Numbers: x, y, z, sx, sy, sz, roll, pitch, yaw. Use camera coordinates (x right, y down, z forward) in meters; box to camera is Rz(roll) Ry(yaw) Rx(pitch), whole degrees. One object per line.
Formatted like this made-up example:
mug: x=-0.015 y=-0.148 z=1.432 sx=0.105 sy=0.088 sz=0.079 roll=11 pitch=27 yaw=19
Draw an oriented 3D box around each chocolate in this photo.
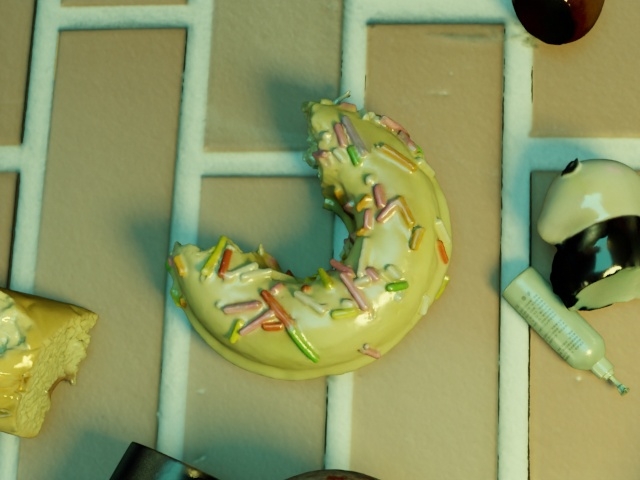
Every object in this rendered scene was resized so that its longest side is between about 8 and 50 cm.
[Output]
chocolate: x=0.315 y=-0.330 z=1.680 sx=0.124 sy=0.127 sz=0.133 roll=30 pitch=67 yaw=23

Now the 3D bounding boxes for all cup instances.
cup: x=-0.177 y=0.361 z=1.554 sx=0.239 sy=0.166 sz=0.177 roll=13 pitch=71 yaw=41

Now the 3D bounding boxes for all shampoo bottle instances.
shampoo bottle: x=0.311 y=0.119 z=1.608 sx=0.056 sy=0.056 sz=0.195 roll=-42 pitch=75 yaw=-3

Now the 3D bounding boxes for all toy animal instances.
toy animal: x=0.353 y=-0.011 z=1.596 sx=0.166 sy=0.138 sz=0.179 roll=-3 pitch=70 yaw=-34

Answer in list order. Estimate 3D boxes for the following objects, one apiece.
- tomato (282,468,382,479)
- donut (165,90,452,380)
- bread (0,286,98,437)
tomato: x=0.022 y=0.415 z=1.447 sx=0.316 sy=0.317 sz=0.282 roll=31 pitch=54 yaw=14
donut: x=0.000 y=0.010 z=1.631 sx=0.307 sy=0.150 sz=0.371 roll=42 pitch=85 yaw=15
bread: x=-0.428 y=0.143 z=1.632 sx=0.224 sy=0.211 sz=0.184 roll=14 pitch=86 yaw=6
